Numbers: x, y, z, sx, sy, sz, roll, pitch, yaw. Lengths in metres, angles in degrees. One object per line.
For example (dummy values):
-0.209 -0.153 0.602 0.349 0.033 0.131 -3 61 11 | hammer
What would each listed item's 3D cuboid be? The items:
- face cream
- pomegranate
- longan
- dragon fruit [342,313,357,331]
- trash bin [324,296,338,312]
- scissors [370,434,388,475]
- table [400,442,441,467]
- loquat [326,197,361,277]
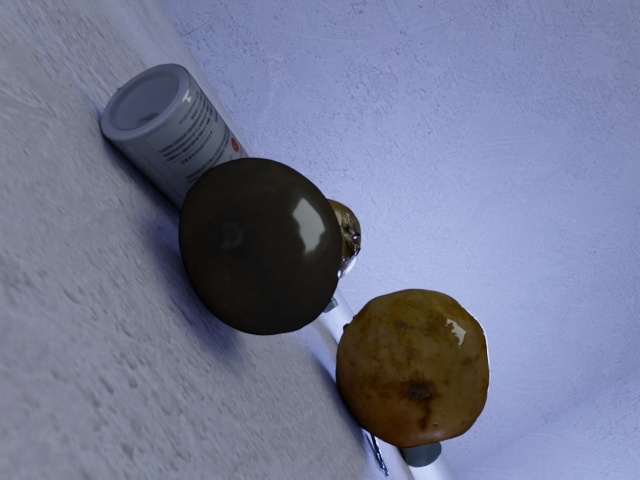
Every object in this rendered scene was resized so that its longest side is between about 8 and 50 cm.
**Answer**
-0.170 -0.089 0.836 0.145 0.145 0.370 61 2 41 | face cream
0.221 0.291 1.278 0.410 0.410 0.410 58 3 -4 | pomegranate
-0.079 0.008 0.690 0.248 0.248 0.248 58 3 -4 | longan
0.184 0.365 1.729 0.273 0.198 0.218 60 -6 1 | dragon fruit
0.009 0.192 1.886 0.130 0.059 0.116 58 0 9 | trash bin
0.136 0.496 1.239 0.058 0.014 0.119 59 5 -33 | scissors
0.294 0.611 1.714 0.126 0.126 0.220 57 4 -32 | table
0.000 0.000 1.577 0.275 0.274 0.275 58 3 -4 | loquat
